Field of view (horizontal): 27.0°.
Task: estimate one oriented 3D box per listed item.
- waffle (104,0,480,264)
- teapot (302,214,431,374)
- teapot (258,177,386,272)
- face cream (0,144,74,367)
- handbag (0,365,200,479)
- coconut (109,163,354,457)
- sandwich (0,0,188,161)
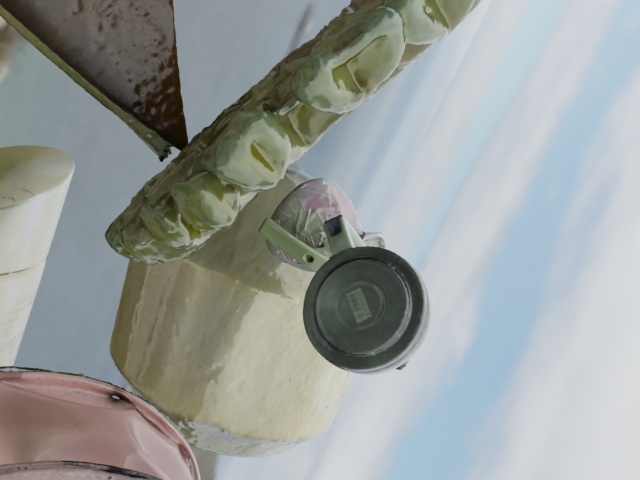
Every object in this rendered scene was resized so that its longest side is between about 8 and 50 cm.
[{"bbox_3d":[-0.006,-0.090,0.821,0.292,0.056,0.309,-42,-175,-21],"label":"waffle"},{"bbox_3d":[0.025,0.031,0.705,0.066,0.088,0.057,-24,157,10],"label":"teapot"},{"bbox_3d":[0.000,0.000,0.861,0.083,0.064,0.064,-6,131,-55],"label":"teapot"},{"bbox_3d":[-0.313,0.087,1.133,0.173,0.081,0.348,-17,130,-66],"label":"face cream"},{"bbox_3d":[-0.152,0.164,0.742,0.116,0.205,0.179,-109,-149,-61],"label":"handbag"},{"bbox_3d":[-0.054,0.044,1.025,0.202,0.202,0.222,-61,172,-72],"label":"coconut"},{"bbox_3d":[-0.166,-0.166,0.872,0.096,0.258,0.094,-49,-166,1],"label":"sandwich"}]
